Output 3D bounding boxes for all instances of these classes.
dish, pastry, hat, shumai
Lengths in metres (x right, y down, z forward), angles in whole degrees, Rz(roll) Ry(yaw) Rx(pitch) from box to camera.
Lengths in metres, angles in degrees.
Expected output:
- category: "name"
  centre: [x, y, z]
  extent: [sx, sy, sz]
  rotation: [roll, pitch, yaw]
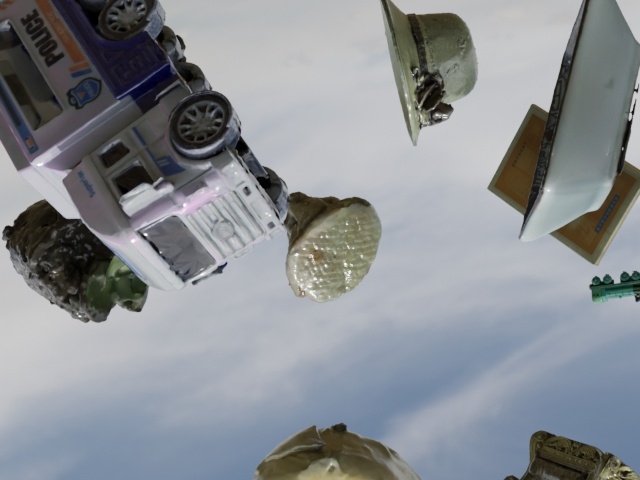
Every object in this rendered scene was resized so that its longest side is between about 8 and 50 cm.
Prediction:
- category: "dish"
  centre: [0.278, -0.124, 1.114]
  extent: [0.080, 0.243, 0.182]
  rotation: [15, 165, 7]
- category: "pastry"
  centre: [0.019, 0.368, 1.389]
  extent: [0.265, 0.264, 0.133]
  rotation: [-10, -170, 8]
- category: "hat"
  centre: [0.178, -0.286, 1.686]
  extent: [0.130, 0.257, 0.257]
  rotation: [-13, -162, 5]
- category: "shumai"
  centre: [0.000, 0.000, 1.833]
  extent: [0.201, 0.201, 0.120]
  rotation: [-22, -143, -27]

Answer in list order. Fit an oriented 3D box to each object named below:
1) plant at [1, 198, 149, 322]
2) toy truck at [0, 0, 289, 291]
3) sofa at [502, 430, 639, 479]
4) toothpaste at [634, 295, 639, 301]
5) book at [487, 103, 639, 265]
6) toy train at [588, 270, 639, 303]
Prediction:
- category: "plant"
  centre: [-0.271, 0.023, 1.239]
  extent: [0.203, 0.131, 0.142]
  rotation: [14, -128, 37]
- category: "toy truck"
  centre: [-0.148, -0.083, 0.780]
  extent: [0.155, 0.124, 0.268]
  rotation: [-35, -123, -1]
- category: "sofa"
  centre: [0.406, 0.436, 1.671]
  extent: [0.182, 0.200, 0.258]
  rotation: [-49, -165, -13]
- category: "toothpaste"
  centre: [0.609, 0.099, 2.012]
  extent: [0.083, 0.027, 0.019]
  rotation: [-5, 166, -42]
- category: "book"
  centre: [0.398, -0.094, 1.758]
  extent: [0.018, 0.170, 0.242]
  rotation: [-2, -146, -49]
- category: "toy train"
  centre: [0.476, 0.075, 1.720]
  extent: [0.092, 0.029, 0.045]
  rotation: [-9, -125, 24]
